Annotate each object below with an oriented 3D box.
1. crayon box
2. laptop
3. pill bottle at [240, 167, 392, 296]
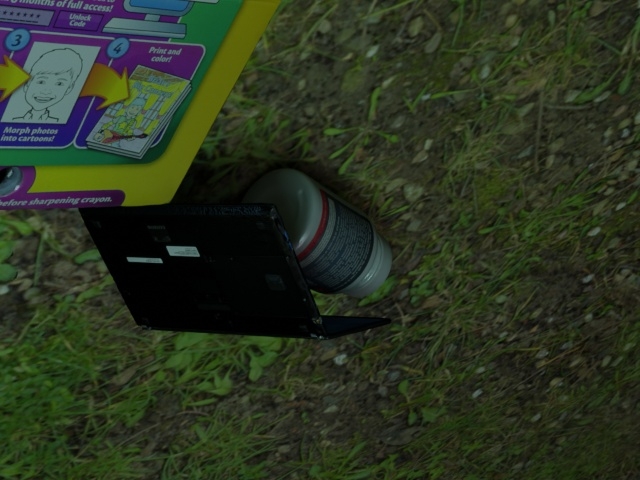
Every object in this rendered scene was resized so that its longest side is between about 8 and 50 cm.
[{"bbox_3d":[-0.209,-0.170,0.959,0.363,0.106,0.313,-3,133,-46],"label":"crayon box"},{"bbox_3d":[-0.082,0.028,1.386,0.234,0.137,0.264,0,130,28],"label":"laptop"},{"bbox_3d":[0.000,0.000,1.457,0.108,0.108,0.180,-42,142,14],"label":"pill bottle"}]
